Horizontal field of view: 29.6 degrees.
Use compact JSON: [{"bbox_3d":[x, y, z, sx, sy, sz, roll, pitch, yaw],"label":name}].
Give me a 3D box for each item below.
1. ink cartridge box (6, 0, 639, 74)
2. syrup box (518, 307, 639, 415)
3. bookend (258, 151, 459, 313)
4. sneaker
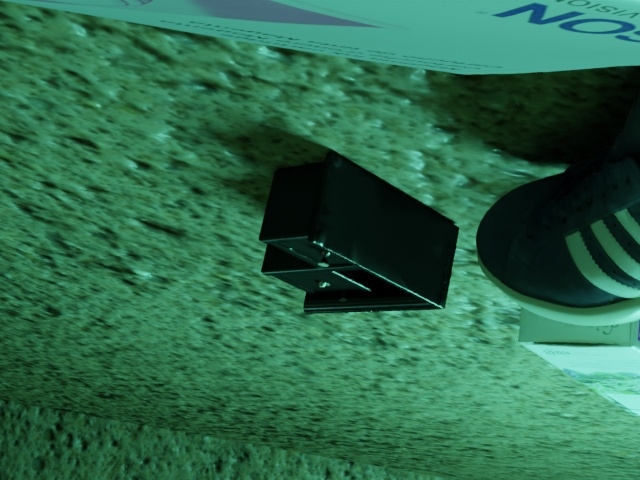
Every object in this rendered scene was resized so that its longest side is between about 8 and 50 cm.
[{"bbox_3d":[-0.043,-0.109,0.418,0.324,0.071,0.330,5,-178,-24],"label":"ink cartridge box"},{"bbox_3d":[0.259,0.074,0.998,0.093,0.096,0.237,-4,157,36],"label":"syrup box"},{"bbox_3d":[0.000,0.000,0.974,0.156,0.072,0.157,-5,156,44],"label":"bookend"},{"bbox_3d":[0.192,-0.038,0.681,0.148,0.131,0.350,45,155,-24],"label":"sneaker"}]
